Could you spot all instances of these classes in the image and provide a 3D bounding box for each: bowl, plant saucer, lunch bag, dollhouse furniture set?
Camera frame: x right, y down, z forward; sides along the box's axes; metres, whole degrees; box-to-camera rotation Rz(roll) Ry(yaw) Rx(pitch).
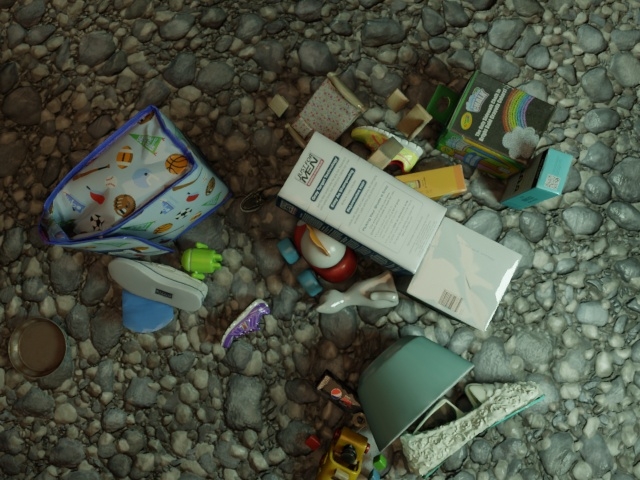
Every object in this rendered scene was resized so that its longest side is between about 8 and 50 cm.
[{"bbox_3d":[0.214,0.355,1.134,0.311,0.311,0.163,-41,66,-1],"label":"bowl"},{"bbox_3d":[-0.793,0.301,1.284,0.168,0.029,0.169,0,85,2],"label":"plant saucer"},{"bbox_3d":[-0.456,-0.097,1.154,0.385,0.328,0.239,-37,82,-2],"label":"lunch bag"},{"bbox_3d":[0.047,-0.318,1.151,0.355,0.174,0.303,45,122,-1],"label":"dollhouse furniture set"}]

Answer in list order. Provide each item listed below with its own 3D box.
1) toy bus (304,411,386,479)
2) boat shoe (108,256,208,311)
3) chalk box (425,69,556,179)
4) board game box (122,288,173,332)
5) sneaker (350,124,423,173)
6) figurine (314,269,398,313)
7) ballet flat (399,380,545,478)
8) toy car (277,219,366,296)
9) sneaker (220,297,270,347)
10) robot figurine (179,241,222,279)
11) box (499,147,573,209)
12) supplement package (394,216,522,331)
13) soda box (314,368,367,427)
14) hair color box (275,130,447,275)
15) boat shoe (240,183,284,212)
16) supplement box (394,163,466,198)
[{"bbox_3d":[0.059,0.578,1.175,0.190,0.104,0.202,-20,101,16],"label":"toy bus"},{"bbox_3d":[-0.439,0.105,1.246,0.267,0.088,0.096,19,121,-3],"label":"boat shoe"},{"bbox_3d":[0.424,-0.313,1.212,0.288,0.179,0.180,27,88,5],"label":"chalk box"},{"bbox_3d":[-0.482,0.181,1.273,0.133,0.033,0.169,-8,64,-12],"label":"board game box"},{"bbox_3d":[0.174,-0.252,1.265,0.208,0.081,0.094,23,93,5],"label":"sneaker"},{"bbox_3d":[0.086,0.146,1.173,0.209,0.215,0.093,-15,83,3],"label":"figurine"},{"bbox_3d":[0.383,0.457,1.182,0.408,0.147,0.147,-33,85,-1],"label":"ballet flat"},{"bbox_3d":[0.000,0.000,1.159,0.219,0.238,0.210,-35,72,1],"label":"toy car"},{"bbox_3d":[-0.208,0.237,1.250,0.071,0.068,0.170,45,88,-1],"label":"sneaker"},{"bbox_3d":[-0.333,0.056,1.262,0.115,0.067,0.101,4,76,-4],"label":"robot figurine"},{"bbox_3d":[0.542,-0.150,1.160,0.060,0.244,0.101,20,87,4],"label":"box"},{"bbox_3d":[0.325,0.083,1.142,0.199,0.263,0.198,27,87,3],"label":"supplement package"},{"bbox_3d":[0.067,0.425,1.229,0.168,0.060,0.053,37,89,3],"label":"soda box"},{"bbox_3d":[0.089,-0.077,1.037,0.347,0.105,0.174,30,79,-4],"label":"hair color box"},{"bbox_3d":[-0.166,-0.125,1.286,0.142,0.040,0.049,-27,86,0],"label":"boat shoe"},{"bbox_3d":[0.274,-0.146,1.255,0.233,0.080,0.078,-10,85,0],"label":"supplement box"}]
